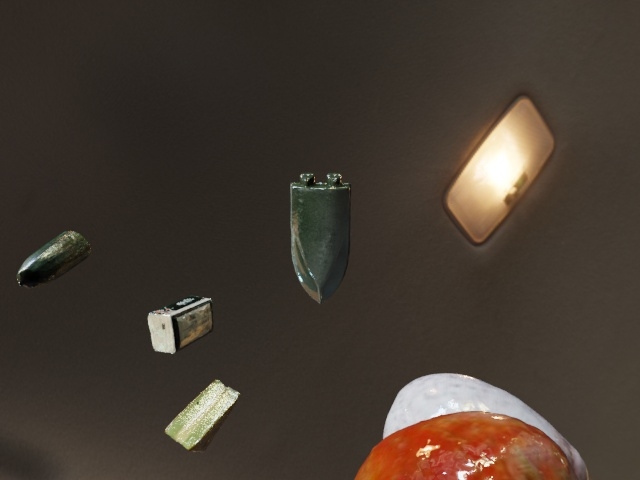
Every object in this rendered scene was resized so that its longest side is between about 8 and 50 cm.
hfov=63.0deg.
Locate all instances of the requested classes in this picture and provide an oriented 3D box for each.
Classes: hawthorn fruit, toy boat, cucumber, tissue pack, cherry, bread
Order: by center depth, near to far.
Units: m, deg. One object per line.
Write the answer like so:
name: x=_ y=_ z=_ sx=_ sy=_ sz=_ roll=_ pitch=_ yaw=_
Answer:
hawthorn fruit: x=0.120 y=0.328 z=0.520 sx=0.287 sy=0.330 sz=0.287 roll=17 pitch=-123 yaw=-28
cucumber: x=-0.357 y=0.027 z=0.692 sx=0.048 sy=0.105 sz=0.048 roll=6 pitch=-64 yaw=12
cherry: x=0.270 y=0.395 z=0.946 sx=0.291 sy=0.335 sz=0.326 roll=-12 pitch=-109 yaw=-54
bread: x=-0.236 y=0.351 z=1.064 sx=0.074 sy=0.084 sz=0.139 roll=30 pitch=-108 yaw=18
toy boat: x=0.000 y=0.000 z=1.242 sx=0.141 sy=0.092 sz=0.319 roll=1 pitch=-76 yaw=2
tissue pack: x=-0.351 y=0.211 z=1.335 sx=0.170 sy=0.091 sz=0.103 roll=-19 pitch=-73 yaw=-64
